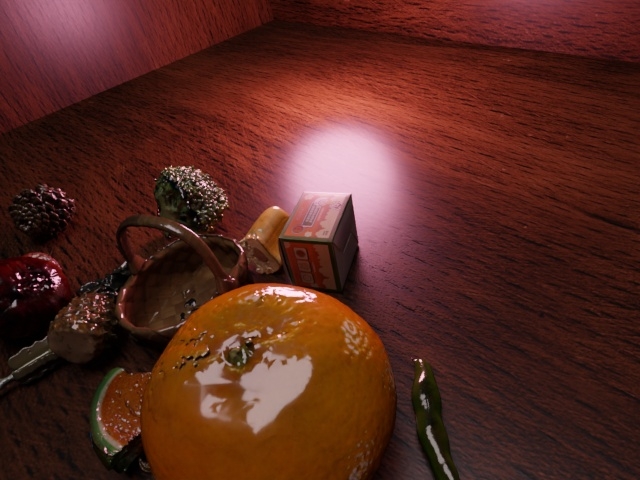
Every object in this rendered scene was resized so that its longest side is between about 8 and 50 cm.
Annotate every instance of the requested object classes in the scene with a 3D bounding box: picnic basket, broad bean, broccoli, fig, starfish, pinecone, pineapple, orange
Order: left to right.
[{"bbox_3d":[-0.799,0.148,1.134,0.264,0.223,0.223,2,43,18],"label":"fig"},{"bbox_3d":[-0.936,-0.103,1.486,0.184,0.179,0.204,25,31,8],"label":"pinecone"},{"bbox_3d":[-0.546,0.157,1.103,0.170,0.141,0.310,-42,21,23],"label":"pineapple"},{"bbox_3d":[-0.308,0.420,0.834,0.078,0.028,0.091,-19,38,-10],"label":"starfish"},{"bbox_3d":[-0.339,0.070,1.024,0.293,0.337,0.337,8,44,23],"label":"picnic basket"},{"bbox_3d":[-0.392,-0.114,1.342,0.180,0.273,0.242,-35,86,-36],"label":"broccoli"},{"bbox_3d":[-0.084,0.259,0.734,0.425,0.326,0.423,-9,40,7],"label":"orange"},{"bbox_3d":[0.202,0.338,0.791,0.060,0.043,0.297,-1,41,-3],"label":"broad bean"}]

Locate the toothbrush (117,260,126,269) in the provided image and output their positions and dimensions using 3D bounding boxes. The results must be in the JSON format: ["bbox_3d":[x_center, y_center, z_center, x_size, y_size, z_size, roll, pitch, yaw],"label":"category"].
[{"bbox_3d":[-0.614,0.122,1.261,0.022,0.017,0.204,24,50,10],"label":"toothbrush"}]

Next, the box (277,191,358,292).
[{"bbox_3d":[0.000,0.000,1.123,0.148,0.177,0.194,4,43,20],"label":"box"}]

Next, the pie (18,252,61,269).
[{"bbox_3d":[-0.856,0.101,1.299,0.154,0.038,0.153,8,52,-10],"label":"pie"}]

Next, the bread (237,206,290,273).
[{"bbox_3d":[-0.140,-0.003,1.209,0.085,0.134,0.173,-23,24,40],"label":"bread"}]

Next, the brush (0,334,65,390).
[{"bbox_3d":[-0.734,0.326,1.016,0.301,0.071,0.084,-35,49,-24],"label":"brush"}]

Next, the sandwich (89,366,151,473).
[{"bbox_3d":[-0.391,0.351,0.889,0.159,0.079,0.235,-17,31,-33],"label":"sandwich"}]
